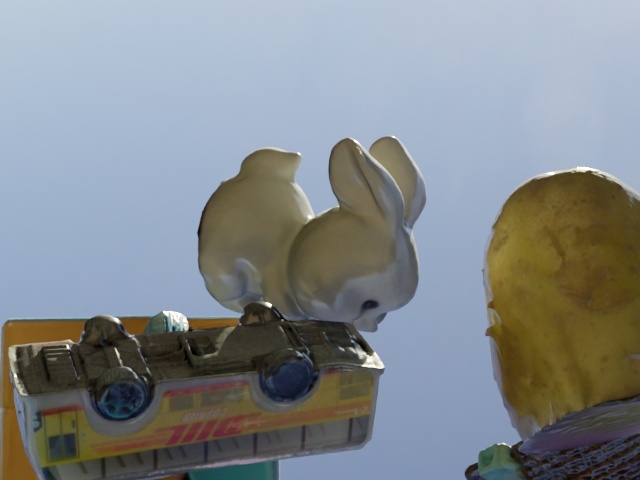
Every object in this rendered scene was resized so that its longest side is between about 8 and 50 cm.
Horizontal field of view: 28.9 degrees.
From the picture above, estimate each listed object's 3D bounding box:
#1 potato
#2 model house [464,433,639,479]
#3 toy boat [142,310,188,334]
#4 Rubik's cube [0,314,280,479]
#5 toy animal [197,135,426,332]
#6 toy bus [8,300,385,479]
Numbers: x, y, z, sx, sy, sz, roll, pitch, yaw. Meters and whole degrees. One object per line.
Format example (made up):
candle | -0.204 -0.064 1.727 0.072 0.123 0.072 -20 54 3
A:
potato | 0.264 0.059 1.231 0.229 0.229 0.266 -17 -108 24
model house | 0.357 0.314 1.590 0.280 0.249 0.230 -36 -143 32
toy boat | -0.123 0.135 1.109 0.034 0.149 0.105 -11 -160 20
Rubik's cube | -0.201 0.246 1.402 0.291 0.291 0.290 0 166 -8
toy animal | -0.006 -0.006 1.114 0.193 0.178 0.127 -2 176 26
toy bus | -0.091 0.115 0.918 0.268 0.106 0.092 -4 -155 -19
